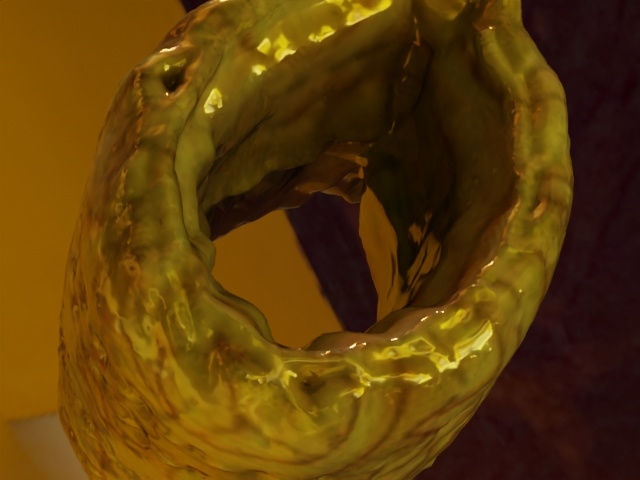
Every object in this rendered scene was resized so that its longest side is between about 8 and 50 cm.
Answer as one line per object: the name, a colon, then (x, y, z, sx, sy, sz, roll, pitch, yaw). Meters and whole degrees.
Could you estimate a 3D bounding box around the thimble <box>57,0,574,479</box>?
thimble: (0.000, 0.000, 0.467, 0.137, 0.143, 0.190, 30, -121, 5)
